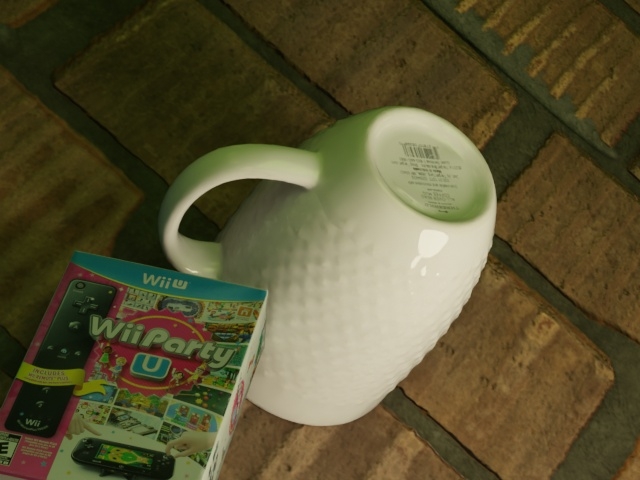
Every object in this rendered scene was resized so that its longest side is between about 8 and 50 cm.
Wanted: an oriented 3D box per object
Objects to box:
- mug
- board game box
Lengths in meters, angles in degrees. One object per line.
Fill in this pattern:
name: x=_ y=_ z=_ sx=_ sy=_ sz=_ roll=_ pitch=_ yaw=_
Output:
mug: x=0.000 y=0.000 z=1.932 sx=0.374 sy=0.328 sz=0.276 roll=16 pitch=48 yaw=-23
board game box: x=-0.198 y=0.164 z=1.773 sx=0.224 sy=0.097 sz=0.303 roll=11 pitch=44 yaw=7
